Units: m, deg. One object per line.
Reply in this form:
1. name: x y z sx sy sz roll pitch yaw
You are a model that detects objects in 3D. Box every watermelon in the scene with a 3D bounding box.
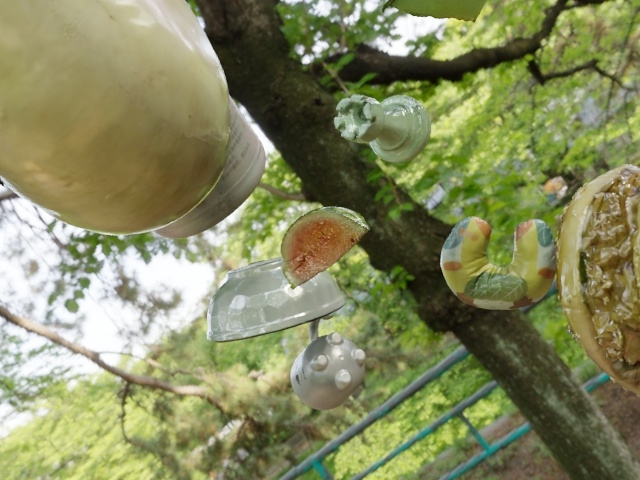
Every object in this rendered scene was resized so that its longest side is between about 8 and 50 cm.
1. watermelon: -0.010 -0.010 0.945 0.163 0.069 0.087 -39 36 29

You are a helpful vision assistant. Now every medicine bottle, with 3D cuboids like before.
1. medicine bottle: -0.270 -0.189 1.085 0.256 0.325 0.256 -23 37 19

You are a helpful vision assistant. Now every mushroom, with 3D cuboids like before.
1. mushroom: -0.178 -0.108 0.425 0.202 0.246 0.246 -32 -6 3

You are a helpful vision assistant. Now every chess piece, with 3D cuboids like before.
1. chess piece: 0.166 -0.321 1.811 0.194 0.195 0.299 -42 -21 27

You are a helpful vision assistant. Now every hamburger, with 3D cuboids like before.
1. hamburger: 0.536 0.064 1.119 0.286 0.446 0.268 -1 -7 -37

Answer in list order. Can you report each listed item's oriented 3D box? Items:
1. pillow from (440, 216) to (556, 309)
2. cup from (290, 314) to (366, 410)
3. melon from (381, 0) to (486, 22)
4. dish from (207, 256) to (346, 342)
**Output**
1. pillow: 0.366 0.047 1.356 0.086 0.233 0.214 -48 -41 -56
2. cup: 0.026 0.240 1.324 0.142 0.134 0.174 119 172 -57
3. melon: 0.267 -0.543 1.477 0.261 0.114 0.053 -4 17 4
4. dish: -0.096 0.098 1.250 0.302 0.120 0.303 -14 3 1
